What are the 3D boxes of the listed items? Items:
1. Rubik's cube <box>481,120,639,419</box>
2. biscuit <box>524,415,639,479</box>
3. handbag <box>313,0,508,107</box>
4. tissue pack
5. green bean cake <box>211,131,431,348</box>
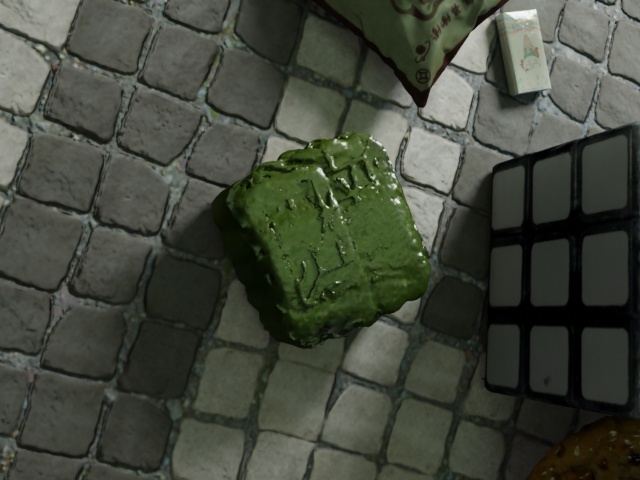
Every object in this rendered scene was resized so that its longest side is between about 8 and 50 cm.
[{"bbox_3d":[0.396,0.046,1.012,0.305,0.301,0.304,3,85,-20],"label":"Rubik's cube"},{"bbox_3d":[0.397,0.323,1.030,0.333,0.081,0.290,-1,125,-5],"label":"biscuit"},{"bbox_3d":[0.106,-0.314,1.033,0.235,0.127,0.213,42,93,-3],"label":"handbag"},{"bbox_3d":[0.266,-0.246,1.133,0.056,0.023,0.108,-12,91,-19],"label":"tissue pack"},{"bbox_3d":[0.000,0.000,0.983,0.200,0.113,0.214,-22,93,-16],"label":"green bean cake"}]
